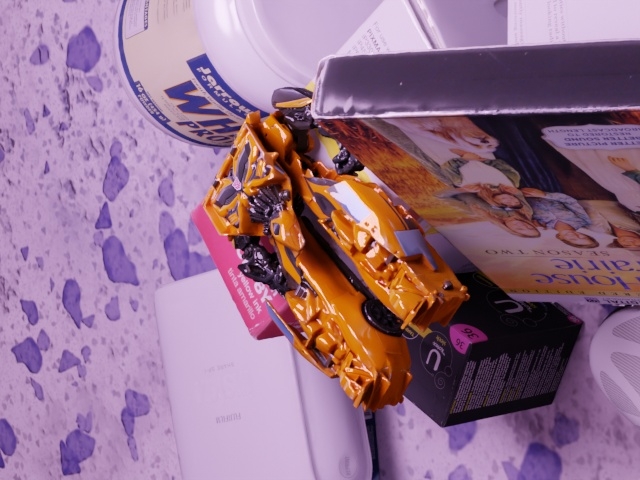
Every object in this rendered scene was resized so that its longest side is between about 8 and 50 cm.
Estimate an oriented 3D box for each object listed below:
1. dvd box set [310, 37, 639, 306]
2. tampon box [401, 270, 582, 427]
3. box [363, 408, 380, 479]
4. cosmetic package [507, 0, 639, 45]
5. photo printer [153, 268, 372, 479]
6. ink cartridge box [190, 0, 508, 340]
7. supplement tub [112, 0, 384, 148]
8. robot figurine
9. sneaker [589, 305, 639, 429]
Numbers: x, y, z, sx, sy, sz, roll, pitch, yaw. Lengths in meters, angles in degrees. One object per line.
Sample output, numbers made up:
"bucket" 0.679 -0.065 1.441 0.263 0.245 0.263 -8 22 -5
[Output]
"dvd box set" 0.220 -0.043 1.631 0.308 0.420 0.062 1 69 29
"tampon box" 0.153 0.103 1.964 0.120 0.161 0.101 38 122 39
"box" 0.001 0.285 2.250 0.159 0.044 0.233 -3 92 49
"cosmetic package" 0.319 -0.208 1.556 0.385 0.156 0.217 -11 75 55
"photo printer" -0.065 0.177 2.195 0.256 0.107 0.307 -16 81 48
"ink cartridge box" 0.100 -0.079 1.910 0.384 0.279 0.160 -46 62 42
"supplement tub" -0.056 -0.230 2.067 0.325 0.235 0.235 -12 85 62
"robot figurine" 0.000 0.000 1.766 0.291 0.085 0.211 49 128 27
"sneaker" 0.349 0.163 1.672 0.447 0.257 0.169 27 114 44
